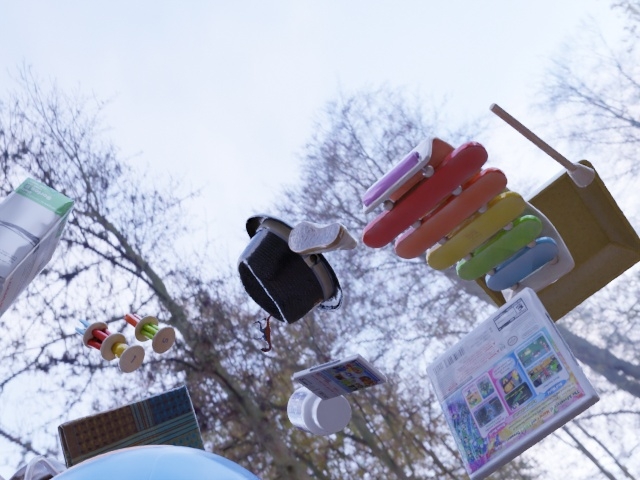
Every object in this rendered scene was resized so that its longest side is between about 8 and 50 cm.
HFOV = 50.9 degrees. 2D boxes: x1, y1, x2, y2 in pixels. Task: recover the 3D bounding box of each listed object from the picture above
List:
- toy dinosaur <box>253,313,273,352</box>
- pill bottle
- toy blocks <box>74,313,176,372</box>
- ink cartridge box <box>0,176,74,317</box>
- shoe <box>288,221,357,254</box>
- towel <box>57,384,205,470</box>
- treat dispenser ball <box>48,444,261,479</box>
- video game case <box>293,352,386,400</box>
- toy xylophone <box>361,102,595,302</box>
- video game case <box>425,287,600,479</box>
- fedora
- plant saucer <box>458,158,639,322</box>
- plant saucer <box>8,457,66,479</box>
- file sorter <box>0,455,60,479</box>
[{"bbox_3d":[-0.139,0.238,1.687,0.047,0.090,0.082,-21,-97,-37],"label":"toy dinosaur"},{"bbox_3d":[0.000,0.396,1.564,0.112,0.187,0.111,4,-102,-19],"label":"pill bottle"},{"bbox_3d":[-0.351,0.163,1.192,0.123,0.148,0.054,-30,-47,-45],"label":"toy blocks"},{"bbox_3d":[-0.664,0.033,1.419,0.122,0.289,0.211,31,-56,-10],"label":"ink cartridge box"},{"bbox_3d":[0.000,0.000,1.484,0.058,0.219,0.076,23,-102,-30],"label":"shoe"},{"bbox_3d":[-0.297,0.469,1.194,0.040,0.369,0.272,-28,-13,40],"label":"towel"},{"bbox_3d":[-0.135,0.308,0.523,0.288,0.288,0.288,-13,-57,-20],"label":"treat dispenser ball"},{"bbox_3d":[0.031,0.218,1.068,0.122,0.011,0.087,-23,-47,26],"label":"video game case"},{"bbox_3d":[0.216,-0.044,0.895,0.323,0.081,0.236,23,-51,-23],"label":"toy xylophone"},{"bbox_3d":[0.191,0.149,0.704,0.019,0.143,0.157,26,-60,-35],"label":"video game case"},{"bbox_3d":[-0.105,0.095,1.716,0.152,0.334,0.334,-45,-48,-27],"label":"fedora"},{"bbox_3d":[0.503,0.014,1.488,0.333,0.081,0.333,-39,-60,12],"label":"plant saucer"},{"bbox_3d":[-0.645,0.675,1.587,0.050,0.310,0.310,-9,-49,23],"label":"plant saucer"},{"bbox_3d":[-0.412,0.372,0.742,0.278,0.173,0.192,-13,-47,1],"label":"file sorter"}]
